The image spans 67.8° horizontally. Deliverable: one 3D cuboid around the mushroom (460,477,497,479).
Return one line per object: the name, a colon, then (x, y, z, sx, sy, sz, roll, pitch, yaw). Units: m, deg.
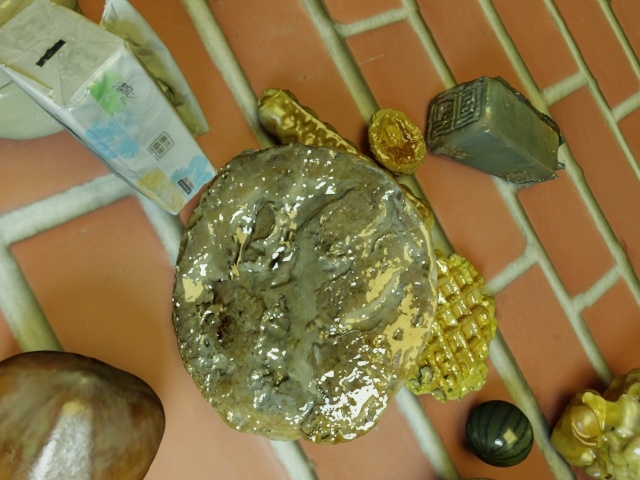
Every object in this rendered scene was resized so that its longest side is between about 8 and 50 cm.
mushroom: (0.225, 0.479, 0.625, 0.355, 0.315, 0.316, 19, 72, -21)

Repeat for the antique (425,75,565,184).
antique: (0.359, -0.200, 0.928, 0.284, 0.150, 0.125, 16, 77, -28)

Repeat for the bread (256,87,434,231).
bread: (0.047, -0.121, 0.797, 0.367, 0.084, 0.077, 37, 107, -14)

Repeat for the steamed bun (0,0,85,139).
steamed bun: (-0.437, -0.282, 0.544, 0.309, 0.219, 0.325, -22, 87, -24)

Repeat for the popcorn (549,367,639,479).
popcorn: (0.589, 0.366, 0.858, 0.331, 0.225, 0.265, -1, 66, -1)

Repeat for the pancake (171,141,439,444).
pancake: (-0.034, 0.061, 0.616, 0.386, 0.082, 0.388, -4, 80, 22)

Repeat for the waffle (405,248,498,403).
waffle: (0.199, 0.135, 0.808, 0.280, 0.060, 0.263, 26, 61, -24)

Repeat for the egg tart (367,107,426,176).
egg tart: (0.133, -0.174, 0.856, 0.130, 0.052, 0.131, 8, 72, -26)

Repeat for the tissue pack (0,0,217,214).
tissue pack: (-0.227, -0.164, 0.567, 0.159, 0.229, 0.145, 34, 77, 23)

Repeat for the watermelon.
watermelon: (0.304, 0.316, 0.802, 0.133, 0.105, 0.105, -30, 91, -48)

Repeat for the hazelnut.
hazelnut: (-0.285, 0.221, 0.515, 0.210, 0.210, 0.186, 28, 65, -15)
